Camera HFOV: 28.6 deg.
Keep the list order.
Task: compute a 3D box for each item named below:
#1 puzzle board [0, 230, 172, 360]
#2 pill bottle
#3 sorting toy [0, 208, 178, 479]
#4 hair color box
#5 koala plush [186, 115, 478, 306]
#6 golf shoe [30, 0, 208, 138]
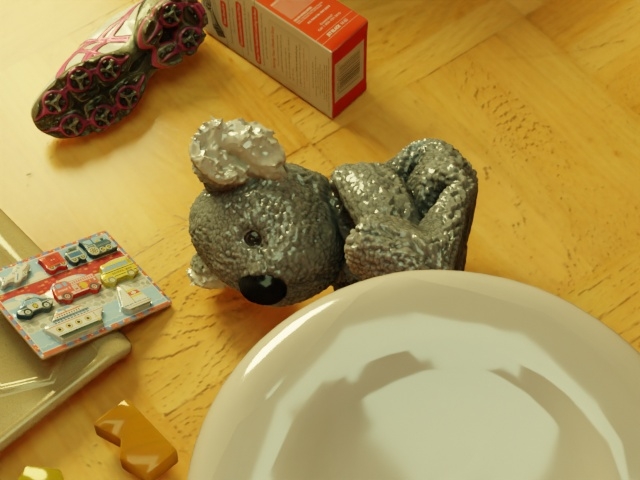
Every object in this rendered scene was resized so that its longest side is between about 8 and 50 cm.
[{"bbox_3d":[-0.197,0.040,1.012,0.128,0.011,0.096,-24,55,-40],"label":"puzzle board"},{"bbox_3d":[0.059,0.210,0.687,0.229,0.407,0.229,-1,58,1],"label":"pill bottle"},{"bbox_3d":[-0.267,0.117,0.982,0.229,0.041,0.307,-37,63,-25],"label":"sorting toy"},{"bbox_3d":[-0.035,-0.195,1.139,0.167,0.093,0.053,36,64,22],"label":"hair color box"},{"bbox_3d":[0.000,0.000,0.968,0.221,0.196,0.203,11,47,9],"label":"koala plush"},{"bbox_3d":[-0.189,-0.159,1.148,0.186,0.067,0.086,-40,33,-16],"label":"golf shoe"}]
